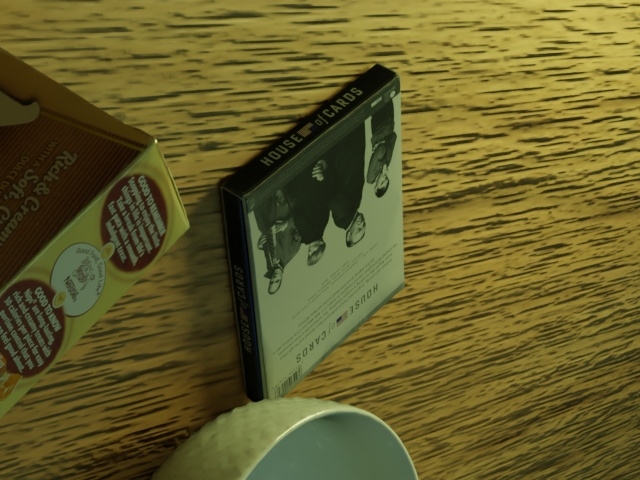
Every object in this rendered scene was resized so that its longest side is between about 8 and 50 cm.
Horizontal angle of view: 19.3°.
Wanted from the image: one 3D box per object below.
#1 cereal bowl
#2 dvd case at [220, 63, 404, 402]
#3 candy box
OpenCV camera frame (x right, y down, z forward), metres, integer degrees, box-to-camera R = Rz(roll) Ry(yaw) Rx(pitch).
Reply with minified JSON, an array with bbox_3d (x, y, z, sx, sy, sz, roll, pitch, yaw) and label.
[{"bbox_3d":[-0.062,0.283,1.483,0.339,0.141,0.338,-19,114,-52],"label":"cereal bowl"},{"bbox_3d":[0.000,0.000,1.478,0.179,0.030,0.238,-40,146,-31],"label":"dvd case"},{"bbox_3d":[-0.244,0.036,0.983,0.316,0.183,0.087,-46,149,-22],"label":"candy box"}]
